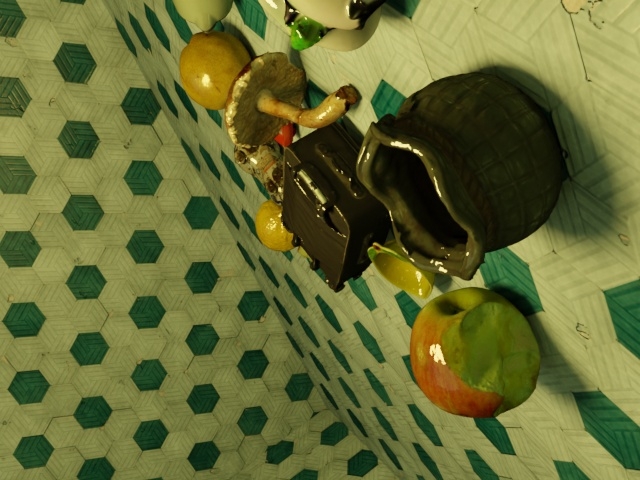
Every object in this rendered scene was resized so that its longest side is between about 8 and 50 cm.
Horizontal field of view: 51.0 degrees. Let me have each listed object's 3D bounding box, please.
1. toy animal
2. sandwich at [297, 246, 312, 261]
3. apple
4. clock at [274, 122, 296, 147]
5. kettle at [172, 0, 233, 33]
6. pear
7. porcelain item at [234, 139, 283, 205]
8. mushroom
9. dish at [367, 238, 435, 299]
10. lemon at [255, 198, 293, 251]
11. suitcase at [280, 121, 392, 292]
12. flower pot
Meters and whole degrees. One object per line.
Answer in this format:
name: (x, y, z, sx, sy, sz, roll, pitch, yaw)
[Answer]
toy animal: (0.009, -0.394, 1.034, 0.213, 0.212, 0.266, 57, 161, 0)
sandwich: (0.000, 0.000, 2.070, 0.090, 0.088, 0.244, 47, 160, 2)
apple: (0.295, 0.211, 1.298, 0.246, 0.246, 0.227, 25, 129, 62)
clock: (-0.110, -0.340, 1.778, 0.113, 0.061, 0.155, 48, 159, 28)
kettle: (-0.282, -0.652, 1.550, 0.255, 0.165, 0.241, 89, 175, -69)
pear: (-0.281, -0.462, 1.802, 0.209, 0.208, 0.209, 51, 163, 22)
porcelain item: (-0.138, -0.209, 2.024, 0.288, 0.138, 0.186, 47, 179, 19)
mushroom: (-0.095, -0.291, 1.477, 0.207, 0.233, 0.301, 22, -171, -26)
dish: (0.196, 0.045, 1.521, 0.148, 0.080, 0.208, 4, 144, 49)
lemon: (-0.126, -0.054, 2.165, 0.181, 0.180, 0.193, 53, -175, 15)
suitcase: (0.038, -0.070, 1.599, 0.283, 0.194, 0.434, 52, 164, 19)
flower pot: (0.202, -0.099, 1.018, 0.302, 0.213, 0.302, 50, 162, 22)
